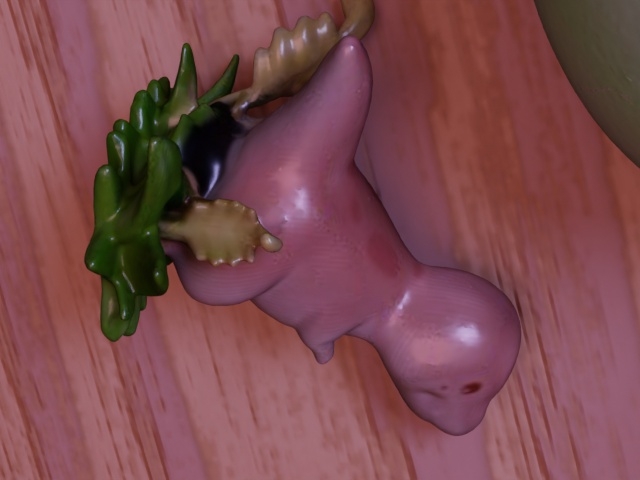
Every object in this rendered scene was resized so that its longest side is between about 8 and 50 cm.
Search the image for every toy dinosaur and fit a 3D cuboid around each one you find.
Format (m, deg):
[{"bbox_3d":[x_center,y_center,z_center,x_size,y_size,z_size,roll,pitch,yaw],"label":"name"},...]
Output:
[{"bbox_3d":[-0.001,0.001,0.552,0.177,0.152,0.194,5,111,10],"label":"toy dinosaur"}]

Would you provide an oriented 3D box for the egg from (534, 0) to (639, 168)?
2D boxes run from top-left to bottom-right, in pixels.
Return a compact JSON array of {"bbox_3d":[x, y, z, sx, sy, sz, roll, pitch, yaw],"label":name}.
[{"bbox_3d":[0.169,-0.135,0.410,0.220,0.220,0.270,15,105,15],"label":"egg"}]
